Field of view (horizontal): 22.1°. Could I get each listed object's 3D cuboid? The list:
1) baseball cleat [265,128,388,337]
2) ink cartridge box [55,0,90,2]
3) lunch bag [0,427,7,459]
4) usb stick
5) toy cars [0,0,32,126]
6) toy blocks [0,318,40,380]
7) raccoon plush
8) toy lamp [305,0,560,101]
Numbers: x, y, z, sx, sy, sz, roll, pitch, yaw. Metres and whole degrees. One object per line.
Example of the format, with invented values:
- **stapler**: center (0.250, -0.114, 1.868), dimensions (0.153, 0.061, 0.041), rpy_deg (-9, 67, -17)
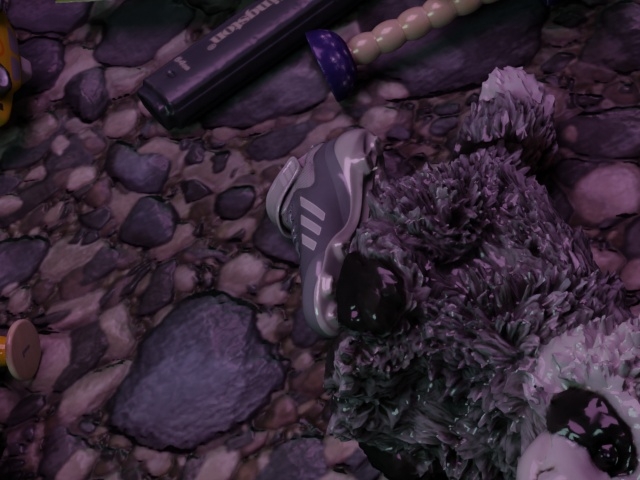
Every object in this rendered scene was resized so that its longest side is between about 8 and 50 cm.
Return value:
- **baseball cleat**: center (0.000, 0.000, 1.361), dimensions (0.109, 0.072, 0.206), rpy_deg (-14, 44, 33)
- **ink cartridge box**: center (-0.133, -0.326, 1.631), dimensions (0.255, 0.097, 0.189), rpy_deg (-2, 36, 22)
- **lunch bag**: center (-0.411, 0.199, 1.252), dimensions (0.235, 0.169, 0.287), rpy_deg (25, 61, 12)
- **usb stick**: center (-0.049, -0.203, 1.554), dimensions (0.278, 0.045, 0.077), rpy_deg (-37, 46, -9)
- **toy cars**: center (-0.400, -0.208, 1.675), dimensions (0.393, 0.087, 0.176), rpy_deg (32, 96, 42)
- **toy blocks**: center (-0.329, 0.092, 1.375), dimensions (0.148, 0.123, 0.054), rpy_deg (-3, 82, 20)
- **raccoon plush**: center (0.197, 0.024, 1.167), dimensions (0.299, 0.216, 0.446), rpy_deg (11, 56, 20)
- **toy lamp**: center (0.124, -0.214, 1.473), dimensions (0.274, 0.080, 0.080), rpy_deg (-24, 47, 4)
